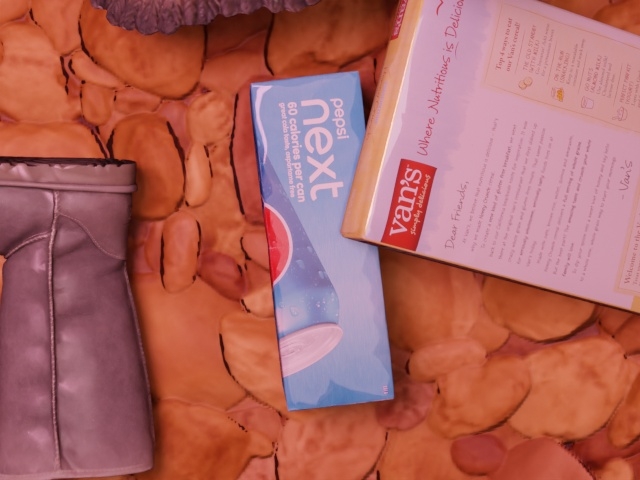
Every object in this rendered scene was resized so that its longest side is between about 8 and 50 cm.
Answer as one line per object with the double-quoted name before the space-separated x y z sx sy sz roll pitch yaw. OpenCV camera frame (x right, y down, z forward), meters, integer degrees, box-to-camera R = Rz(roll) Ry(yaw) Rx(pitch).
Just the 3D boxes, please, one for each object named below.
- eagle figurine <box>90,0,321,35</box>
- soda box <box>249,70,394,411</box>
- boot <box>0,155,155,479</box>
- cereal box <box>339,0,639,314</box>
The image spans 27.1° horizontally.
"eagle figurine" -0.021 -0.245 0.777 0.298 0.225 0.226 0 76 -4
"soda box" 0.000 0.000 0.863 0.071 0.067 0.210 -7 92 -2
"boot" -0.200 0.051 0.862 0.189 0.076 0.209 2 99 -1
"cereal box" 0.146 -0.055 0.842 0.240 0.047 0.173 16 88 -18
